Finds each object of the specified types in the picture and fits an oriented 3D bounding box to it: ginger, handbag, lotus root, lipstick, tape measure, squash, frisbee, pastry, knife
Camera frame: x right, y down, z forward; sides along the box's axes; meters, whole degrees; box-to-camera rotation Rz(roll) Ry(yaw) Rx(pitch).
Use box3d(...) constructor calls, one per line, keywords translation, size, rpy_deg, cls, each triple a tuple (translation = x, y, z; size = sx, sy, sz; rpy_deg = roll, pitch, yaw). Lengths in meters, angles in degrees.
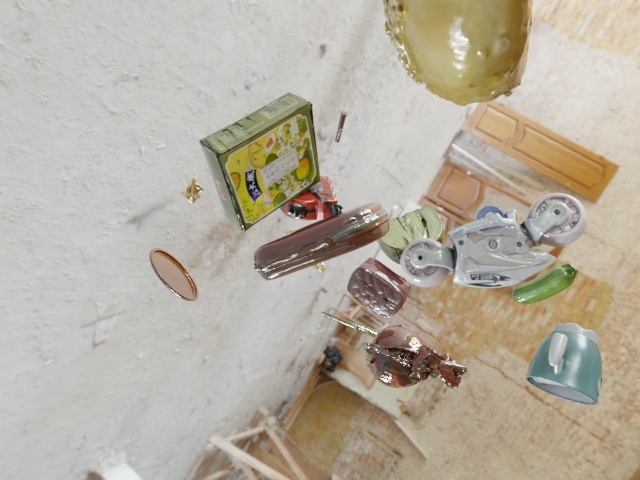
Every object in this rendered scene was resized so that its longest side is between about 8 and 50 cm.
box3d(translation=(-0.056, 0.026, 1.729), size=(0.052, 0.193, 0.176), rpy_deg=(-44, -154, 34), cls="ginger")
box3d(translation=(0.221, 0.178, 1.708), size=(0.146, 0.225, 0.135), rpy_deg=(-59, 168, 29), cls="handbag")
box3d(translation=(0.379, 0.007, 1.798), size=(0.267, 0.260, 0.149), rpy_deg=(-21, 123, 0), cls="lotus root")
box3d(translation=(0.087, -0.494, 1.976), size=(0.027, 0.027, 0.176), rpy_deg=(-46, 165, -30), cls="lipstick")
box3d(translation=(-0.052, -0.181, 1.918), size=(0.253, 0.261, 0.113), rpy_deg=(-102, -169, -54), cls="tape measure")
box3d(translation=(0.700, 0.142, 1.407), size=(0.068, 0.077, 0.219), rpy_deg=(1, 147, -41), cls="squash")
box3d(translation=(-0.550, 0.129, 1.694), size=(0.021, 0.250, 0.251), rpy_deg=(-39, 160, 5), cls="frisbee")
box3d(translation=(0.171, -0.318, 0.570), size=(0.316, 0.185, 0.284), rpy_deg=(-20, 113, -64), cls="pastry")
box3d(translation=(0.157, 0.364, 1.879), size=(0.027, 0.343, 0.061), rpy_deg=(-60, 160, -30), cls="knife")

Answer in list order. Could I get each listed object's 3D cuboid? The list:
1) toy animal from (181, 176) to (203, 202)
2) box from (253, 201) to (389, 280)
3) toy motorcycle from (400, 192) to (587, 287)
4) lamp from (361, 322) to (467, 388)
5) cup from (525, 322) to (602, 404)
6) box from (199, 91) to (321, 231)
box3d(translation=(-0.370, -0.146, 1.300), size=(0.061, 0.083, 0.081), rpy_deg=(-6, 103, -19), cls="toy animal")
box3d(translation=(0.000, 0.000, 1.284), size=(0.404, 0.108, 0.263), rpy_deg=(-21, -177, 25), cls="box")
box3d(translation=(0.238, 0.015, 0.627), size=(0.255, 0.112, 0.112), rpy_deg=(-21, 168, 18), cls="toy motorcycle")
box3d(translation=(0.215, 0.304, 1.120), size=(0.215, 0.223, 0.150), rpy_deg=(25, 94, -44), cls="lamp")
box3d(translation=(0.650, 0.315, 1.178), size=(0.299, 0.168, 0.173), rpy_deg=(45, 65, -42), cls="cup")
box3d(translation=(-0.202, -0.291, 1.688), size=(0.420, 0.138, 0.372), rpy_deg=(-36, 144, -23), cls="box")
